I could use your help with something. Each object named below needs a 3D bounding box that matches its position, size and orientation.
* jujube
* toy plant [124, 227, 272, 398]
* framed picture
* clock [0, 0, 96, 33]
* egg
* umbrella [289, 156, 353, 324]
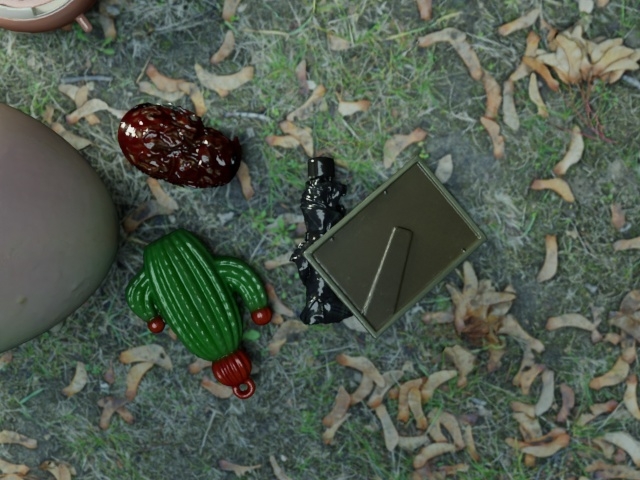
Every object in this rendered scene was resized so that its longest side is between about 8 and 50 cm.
[{"bbox_3d":[-0.190,-0.118,1.259,0.166,0.104,0.104,26,102,3],"label":"jujube"},{"bbox_3d":[-0.150,0.090,1.291,0.240,0.088,0.155,38,88,-5],"label":"toy plant"},{"bbox_3d":[0.098,0.008,1.239,0.203,0.015,0.150,-42,94,-6],"label":"framed picture"},{"bbox_3d":[-0.380,-0.385,1.237,0.241,0.142,0.227,7,100,-2],"label":"clock"},{"bbox_3d":[-0.428,-0.017,1.192,0.339,0.354,0.355,1,99,-4],"label":"egg"},{"bbox_3d":[-0.003,0.000,1.266,0.071,0.080,0.224,3,97,44],"label":"umbrella"}]
